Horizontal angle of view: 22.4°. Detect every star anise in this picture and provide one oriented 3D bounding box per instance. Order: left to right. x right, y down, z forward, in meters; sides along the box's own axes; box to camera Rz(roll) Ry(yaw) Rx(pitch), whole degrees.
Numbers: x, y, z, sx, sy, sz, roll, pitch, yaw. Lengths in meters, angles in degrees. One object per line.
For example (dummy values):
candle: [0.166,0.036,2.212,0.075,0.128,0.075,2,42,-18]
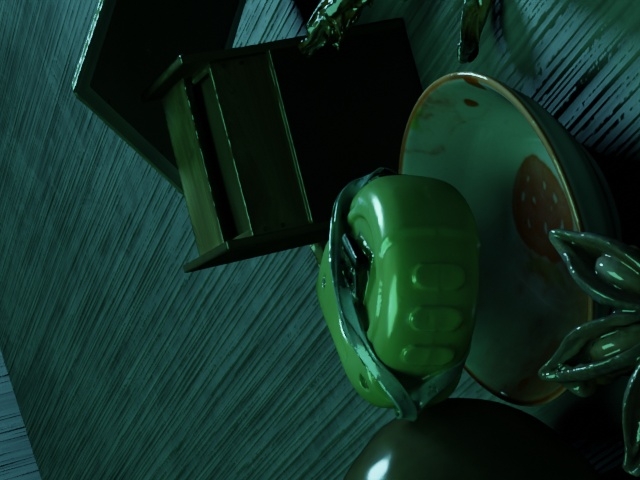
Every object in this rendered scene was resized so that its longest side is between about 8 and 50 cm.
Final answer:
star anise: [0.231,0.057,1.052,0.197,0.073,0.212,-27,73,23]

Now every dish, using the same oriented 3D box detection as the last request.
dish: [0.161,-0.008,1.240,0.260,0.085,0.260,41,138,50]

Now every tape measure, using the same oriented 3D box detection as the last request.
tape measure: [0.057,0.035,1.233,0.200,0.106,0.175,-106,23,-54]

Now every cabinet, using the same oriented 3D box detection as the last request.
cabinet: [-0.029,-0.083,1.455,0.148,0.215,0.175,-24,80,66]

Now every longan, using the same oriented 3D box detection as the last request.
longan: [0.130,0.264,1.256,0.300,0.243,0.300,38,157,19]

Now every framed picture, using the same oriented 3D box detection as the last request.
framed picture: [-0.142,-0.219,1.532,0.232,0.019,0.296,47,-126,-59]

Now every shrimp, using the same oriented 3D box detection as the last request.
shrimp: [0.068,-0.186,1.326,0.195,0.035,0.148,-46,68,27]

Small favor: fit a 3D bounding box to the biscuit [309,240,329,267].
biscuit: [0.000,0.000,1.597,0.152,0.020,0.152,-25,-90,-84]
